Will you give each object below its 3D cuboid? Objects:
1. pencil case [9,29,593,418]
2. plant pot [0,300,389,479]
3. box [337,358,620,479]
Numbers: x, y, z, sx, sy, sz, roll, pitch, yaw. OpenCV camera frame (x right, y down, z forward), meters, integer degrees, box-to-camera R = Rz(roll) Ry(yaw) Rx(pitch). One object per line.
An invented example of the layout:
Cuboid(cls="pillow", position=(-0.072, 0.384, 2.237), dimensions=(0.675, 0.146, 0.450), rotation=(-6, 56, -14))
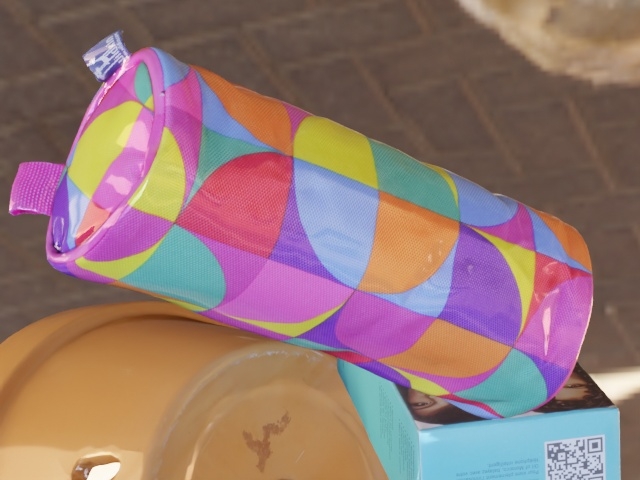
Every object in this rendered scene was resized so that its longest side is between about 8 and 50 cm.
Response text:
Cuboid(cls="pencil case", position=(0.000, 0.000, 0.744), dimensions=(0.236, 0.104, 0.104), rotation=(22, 150, -27))
Cuboid(cls="plant pot", position=(-0.077, 0.173, 1.128), dimensions=(0.291, 0.290, 0.203), rotation=(16, 163, -33))
Cuboid(cls="box", position=(0.075, 0.078, 0.958), dimensions=(0.101, 0.060, 0.244), rotation=(-5, -164, -8))
